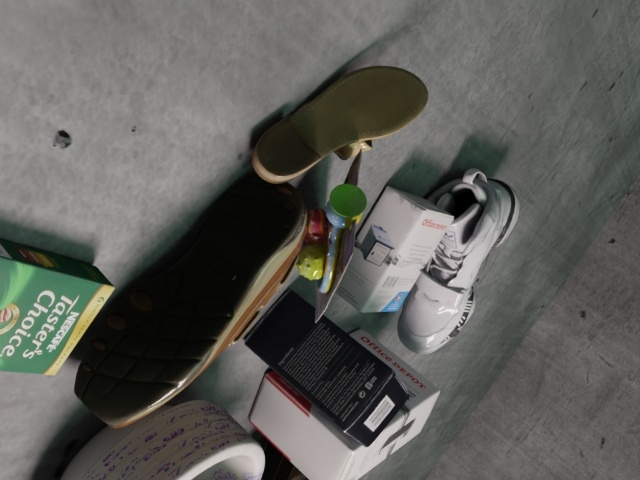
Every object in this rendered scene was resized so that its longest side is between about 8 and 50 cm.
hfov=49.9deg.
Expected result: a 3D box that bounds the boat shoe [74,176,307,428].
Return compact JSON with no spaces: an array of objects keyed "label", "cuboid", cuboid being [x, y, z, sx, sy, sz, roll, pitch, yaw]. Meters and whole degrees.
[{"label":"boat shoe","cuboid":[-0.124,0.077,0.774,0.324,0.122,0.120,-47,158,-14]}]

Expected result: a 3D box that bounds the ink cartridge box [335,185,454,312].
[{"label":"ink cartridge box","cuboid":[0.117,0.018,1.113,0.140,0.082,0.190,8,114,-60]}]

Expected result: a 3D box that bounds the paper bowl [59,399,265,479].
[{"label":"paper bowl","cuboid":[-0.219,0.327,0.881,0.284,0.148,0.284,-37,148,-28]}]

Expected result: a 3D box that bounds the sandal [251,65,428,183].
[{"label":"sandal","cuboid":[0.015,-0.132,0.821,0.240,0.088,0.079,-31,177,-24]}]

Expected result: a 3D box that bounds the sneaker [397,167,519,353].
[{"label":"sneaker","cuboid":[0.223,0.036,1.247,0.366,0.137,0.210,-61,151,4]}]

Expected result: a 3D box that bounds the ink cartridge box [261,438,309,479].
[{"label":"ink cartridge box","cuboid":[-0.018,0.420,1.360,0.235,0.088,0.193,-17,137,-47]}]

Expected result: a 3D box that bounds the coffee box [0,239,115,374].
[{"label":"coffee box","cuboid":[-0.278,0.058,0.598,0.113,0.040,0.184,-54,152,2]}]

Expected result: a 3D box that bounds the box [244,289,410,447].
[{"label":"box","cuboid":[0.012,0.190,1.014,0.108,0.207,0.153,-49,153,-9]}]

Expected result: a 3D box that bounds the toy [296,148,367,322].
[{"label":"toy","cuboid":[0.000,0.000,0.856,0.237,0.056,0.137,120,-22,-62]}]

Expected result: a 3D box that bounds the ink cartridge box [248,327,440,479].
[{"label":"ink cartridge box","cuboid":[0.047,0.283,1.184,0.273,0.197,0.114,-15,134,-50]}]
